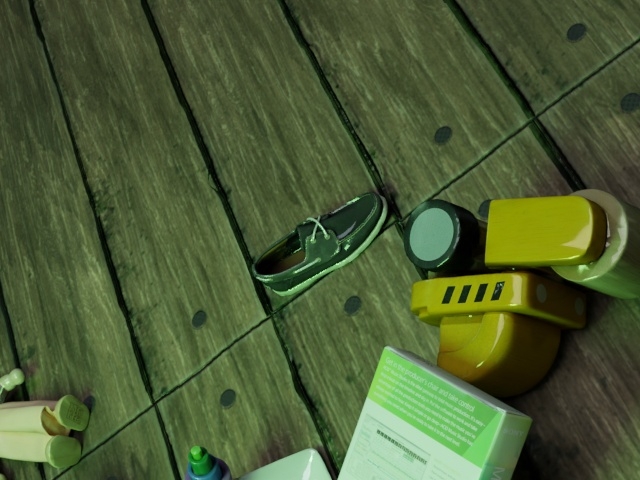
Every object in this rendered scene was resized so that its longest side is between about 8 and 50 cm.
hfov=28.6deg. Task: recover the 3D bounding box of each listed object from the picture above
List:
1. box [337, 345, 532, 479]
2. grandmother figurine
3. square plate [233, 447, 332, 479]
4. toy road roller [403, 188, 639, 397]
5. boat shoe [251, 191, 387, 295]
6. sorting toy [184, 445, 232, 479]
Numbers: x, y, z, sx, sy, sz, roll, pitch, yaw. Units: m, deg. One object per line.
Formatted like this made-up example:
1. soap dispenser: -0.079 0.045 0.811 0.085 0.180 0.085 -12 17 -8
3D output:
1. box: 0.112 0.317 1.531 0.232 0.058 0.322 27 100 52
2. grandmother figurine: -0.553 0.318 2.147 0.342 0.104 0.208 -7 53 31
3. square plate: -0.099 0.478 1.667 0.347 0.049 0.344 -21 48 -10
4. toy road roller: 0.269 0.076 1.603 0.329 0.202 0.240 -6 74 40
5. boat shoe: 0.000 0.000 1.923 0.233 0.079 0.084 -35 48 15
6. sorting toy: -0.256 0.403 1.644 0.127 0.126 0.365 27 59 32
